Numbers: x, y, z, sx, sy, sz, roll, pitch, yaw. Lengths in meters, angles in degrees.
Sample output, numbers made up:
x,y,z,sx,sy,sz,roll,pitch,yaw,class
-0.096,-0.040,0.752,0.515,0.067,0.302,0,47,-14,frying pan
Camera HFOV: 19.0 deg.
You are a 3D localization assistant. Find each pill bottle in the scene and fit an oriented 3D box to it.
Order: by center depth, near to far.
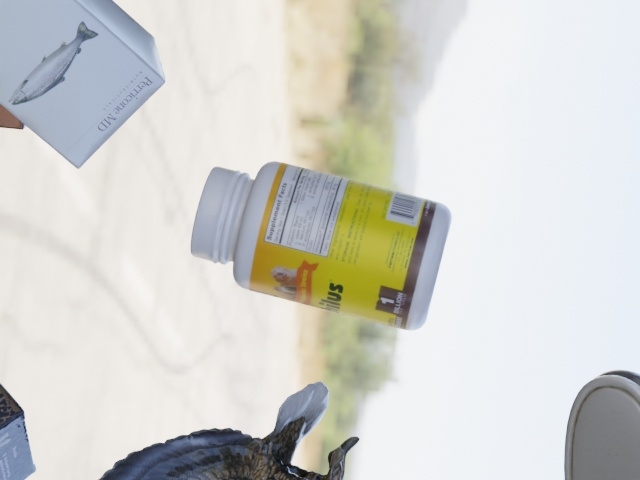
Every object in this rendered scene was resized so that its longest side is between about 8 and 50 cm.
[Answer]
x,y,z,sx,sy,sz,roll,pitch,yaw,class
0.000,0.000,1.677,0.117,0.215,0.117,14,90,-86,pill bottle

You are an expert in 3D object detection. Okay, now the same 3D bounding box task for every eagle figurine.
x,y,z,sx,sy,sz,roll,pitch,yaw,class
-0.106,0.303,2.219,0.225,0.298,0.226,-59,139,-56,eagle figurine

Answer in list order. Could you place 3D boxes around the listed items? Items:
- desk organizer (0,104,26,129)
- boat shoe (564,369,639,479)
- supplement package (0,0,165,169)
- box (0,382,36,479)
x,y,z,sx,sy,sz,roll,pitch,yaw,class
-0.306,-0.125,1.602,0.047,0.130,0.050,-83,179,-80,desk organizer
0.269,0.235,1.429,0.095,0.112,0.335,-35,113,-45,boat shoe
-0.222,-0.163,1.495,0.105,0.179,0.105,-44,-155,10,supplement package
-0.409,0.238,2.120,0.158,0.093,0.156,-35,156,-22,box
